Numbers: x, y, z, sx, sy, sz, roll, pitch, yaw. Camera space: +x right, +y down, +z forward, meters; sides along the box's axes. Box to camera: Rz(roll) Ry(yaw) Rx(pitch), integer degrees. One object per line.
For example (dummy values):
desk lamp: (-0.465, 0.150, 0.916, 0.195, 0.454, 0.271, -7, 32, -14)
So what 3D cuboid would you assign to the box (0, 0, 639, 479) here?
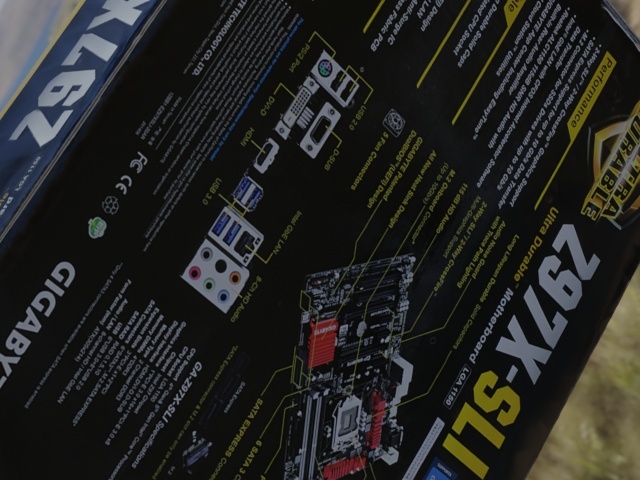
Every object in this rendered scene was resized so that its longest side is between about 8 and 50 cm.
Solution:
box: (0.000, 0.000, 0.578, 0.079, 0.257, 0.322, 7, 61, 53)
